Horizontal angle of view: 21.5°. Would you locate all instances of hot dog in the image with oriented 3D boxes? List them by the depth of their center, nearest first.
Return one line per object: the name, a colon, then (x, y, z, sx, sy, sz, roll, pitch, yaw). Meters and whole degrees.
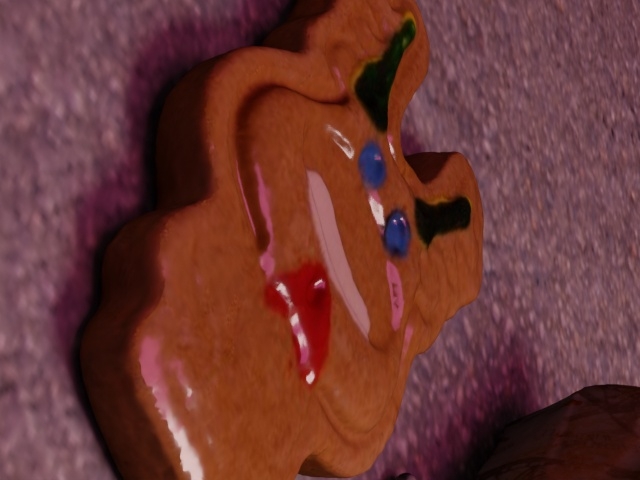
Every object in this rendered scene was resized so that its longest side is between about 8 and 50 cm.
hot dog: (0.153, 0.153, 0.861, 0.270, 0.163, 0.081, -45, 136, -64)

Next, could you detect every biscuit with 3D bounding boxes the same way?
biscuit: (0.000, 0.000, 0.762, 0.334, 0.047, 0.202, -47, 124, -53)

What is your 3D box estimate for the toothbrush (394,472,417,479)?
toothbrush: (0.090, 0.253, 0.872, 0.030, 0.030, 0.304, -43, 119, -55)
